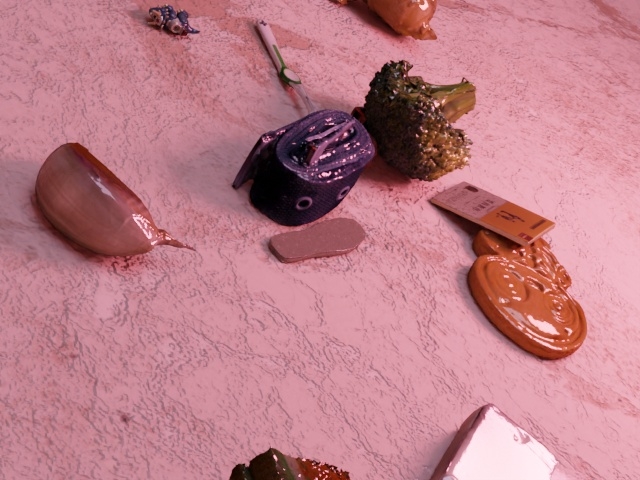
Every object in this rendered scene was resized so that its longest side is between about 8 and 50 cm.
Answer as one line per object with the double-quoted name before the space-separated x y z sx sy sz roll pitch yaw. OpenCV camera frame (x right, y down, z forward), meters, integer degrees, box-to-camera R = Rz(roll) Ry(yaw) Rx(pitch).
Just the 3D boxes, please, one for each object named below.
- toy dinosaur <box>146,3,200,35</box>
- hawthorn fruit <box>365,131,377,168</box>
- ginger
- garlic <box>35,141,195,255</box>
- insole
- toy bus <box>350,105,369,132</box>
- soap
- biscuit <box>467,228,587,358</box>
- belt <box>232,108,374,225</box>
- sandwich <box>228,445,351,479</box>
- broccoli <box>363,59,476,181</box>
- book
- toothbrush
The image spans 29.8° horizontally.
"toy dinosaur" -0.228 -0.339 1.866 0.083 0.030 0.047 15 38 -26
"hawthorn fruit" 0.058 -0.137 1.847 0.067 0.067 0.103 43 6 12
"ginger" 0.126 -0.480 2.275 0.267 0.152 0.138 32 3 5
"garlic" -0.247 -0.039 1.415 0.198 0.090 0.128 35 20 9
"insole" 0.000 0.000 1.649 0.192 0.010 0.063 -15 56 -49
"toy bus" 0.092 -0.202 1.976 0.110 0.031 0.043 -10 50 -50
"soap" 0.201 0.282 1.415 0.121 0.064 0.183 39 33 5
"biscuit" 0.314 0.065 1.822 0.202 0.044 0.288 28 35 -11
"belt" -0.004 -0.115 1.684 0.122 0.128 0.218 42 34 10
"sandwich" 0.022 0.304 1.211 0.159 0.079 0.235 -4 48 -44
"broccoli" 0.155 -0.190 1.863 0.176 0.226 0.198 -27 74 -25
"book" 0.274 -0.044 1.901 0.172 0.012 0.118 27 29 23
"toothbrush" -0.050 -0.267 1.934 0.030 0.030 0.304 9 40 -34
